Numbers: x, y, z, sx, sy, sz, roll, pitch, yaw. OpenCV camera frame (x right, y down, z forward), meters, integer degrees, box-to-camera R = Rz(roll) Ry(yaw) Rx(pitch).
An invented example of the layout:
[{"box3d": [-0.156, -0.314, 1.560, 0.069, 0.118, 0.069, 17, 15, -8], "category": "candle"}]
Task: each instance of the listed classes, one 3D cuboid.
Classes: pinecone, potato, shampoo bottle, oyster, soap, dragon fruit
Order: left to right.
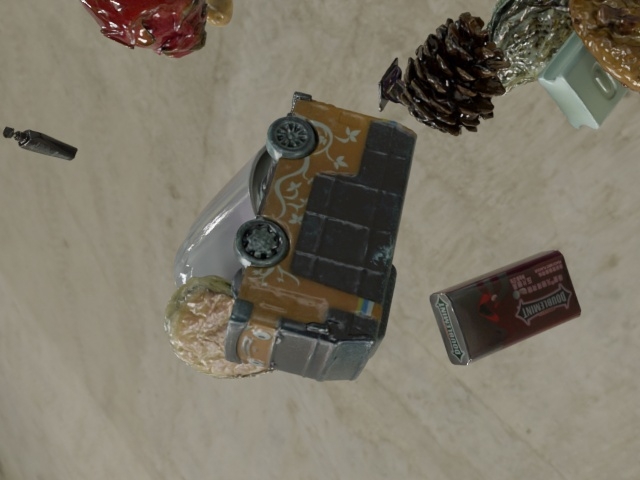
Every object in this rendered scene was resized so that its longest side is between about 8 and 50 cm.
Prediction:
[{"box3d": [-0.479, -0.167, 1.344, 0.048, 0.137, 0.027, -26, 68, 26], "category": "shampoo bottle"}, {"box3d": [-0.325, -0.467, 1.372, 0.250, 0.250, 0.315, 15, 130, 48], "category": "dragon fruit"}, {"box3d": [-0.207, -0.468, 1.576, 0.068, 0.083, 0.062, 32, 164, -32], "category": "potato"}, {"box3d": [0.235, -0.288, 1.361, 0.184, 0.179, 0.204, -105, 33, -55], "category": "pinecone"}, {"box3d": [0.404, -0.391, 1.453, 0.268, 0.112, 0.198, -24, 113, 33], "category": "oyster"}, {"box3d": [0.444, -0.286, 1.235, 0.119, 0.198, 0.066, 44, 168, -26], "category": "soap"}]

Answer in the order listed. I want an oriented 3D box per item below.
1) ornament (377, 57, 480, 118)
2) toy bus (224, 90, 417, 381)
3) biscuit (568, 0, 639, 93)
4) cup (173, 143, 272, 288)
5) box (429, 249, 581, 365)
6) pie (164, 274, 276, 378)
[{"box3d": [0.213, -0.264, 1.515, 0.203, 0.088, 0.081, 24, 155, 11], "category": "ornament"}, {"box3d": [0.000, 0.000, 0.969, 0.194, 0.323, 0.162, 14, 152, -1], "category": "toy bus"}, {"box3d": [0.512, -0.314, 1.116, 0.289, 0.334, 0.081, 42, 148, 11], "category": "biscuit"}, {"box3d": [-0.091, 0.001, 1.360, 0.371, 0.253, 0.253, -34, 85, 48], "category": "cup"}, {"box3d": [0.287, 0.101, 1.214, 0.069, 0.224, 0.120, -18, 88, 68], "category": "box"}, {"box3d": [-0.141, 0.148, 1.236, 0.052, 0.218, 0.185, -97, 29, -63], "category": "pie"}]
